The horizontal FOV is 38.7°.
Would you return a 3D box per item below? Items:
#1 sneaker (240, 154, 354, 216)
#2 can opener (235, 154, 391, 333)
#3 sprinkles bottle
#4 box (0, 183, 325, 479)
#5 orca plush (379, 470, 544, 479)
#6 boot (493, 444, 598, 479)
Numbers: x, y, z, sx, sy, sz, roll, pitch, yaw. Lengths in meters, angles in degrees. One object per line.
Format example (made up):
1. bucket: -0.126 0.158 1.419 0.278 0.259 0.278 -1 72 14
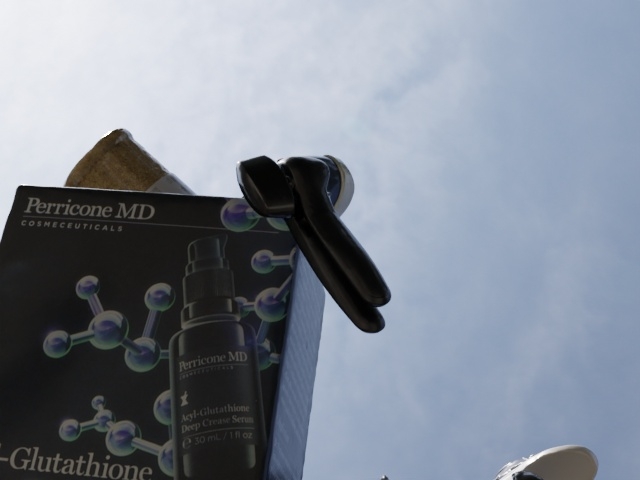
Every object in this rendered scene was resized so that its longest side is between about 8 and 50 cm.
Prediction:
1. sneaker: -0.089 0.004 1.489 0.131 0.148 0.350 47 -61 38
2. can opener: 0.000 0.000 0.677 0.073 0.059 0.186 -20 -130 -19
3. sprinkles bottle: -0.166 0.013 1.186 0.355 0.121 0.121 42 -75 -1
4. box: -0.168 0.170 0.873 0.293 0.212 0.395 3 -118 8
5. orca plush: 0.194 0.365 1.097 0.287 0.151 0.102 -8 -60 23
6. boot: 0.289 0.304 1.203 0.190 0.086 0.069 -39 -89 34
